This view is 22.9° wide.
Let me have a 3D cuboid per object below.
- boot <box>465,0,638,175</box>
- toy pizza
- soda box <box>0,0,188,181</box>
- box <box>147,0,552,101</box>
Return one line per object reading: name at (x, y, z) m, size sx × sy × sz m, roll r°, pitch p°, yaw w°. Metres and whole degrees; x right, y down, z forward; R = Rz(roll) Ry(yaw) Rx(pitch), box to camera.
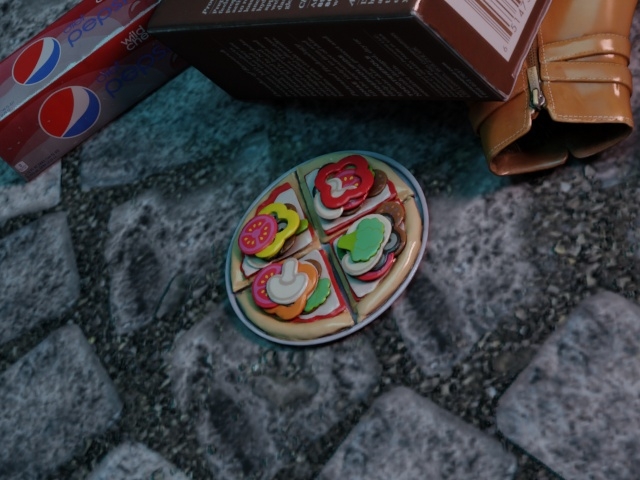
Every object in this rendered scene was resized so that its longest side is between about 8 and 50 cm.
boot at (0.238, -0.189, 1.345) m, size 0.283 × 0.109 × 0.220 m, roll -21°, pitch 50°, yaw 19°
toy pizza at (0.000, 0.000, 1.407) m, size 0.201 × 0.032 × 0.201 m, roll -15°, pitch 53°, yaw 21°
soda box at (-0.234, -0.182, 1.622) m, size 0.263 × 0.092 × 0.083 m, roll -36°, pitch 48°, yaw 4°
box at (0.031, -0.234, 1.412) m, size 0.381 × 0.143 × 0.191 m, roll 9°, pitch 67°, yaw 49°
